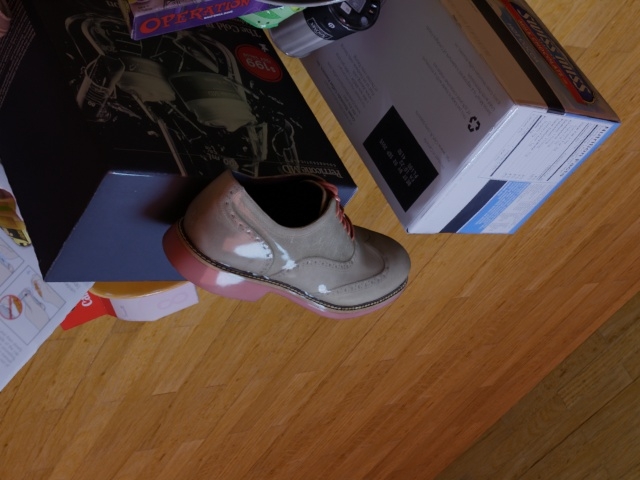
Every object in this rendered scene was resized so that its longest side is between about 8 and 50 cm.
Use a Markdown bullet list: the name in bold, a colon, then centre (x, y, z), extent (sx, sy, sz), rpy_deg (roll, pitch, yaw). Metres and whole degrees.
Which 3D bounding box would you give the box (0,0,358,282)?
- **box**: centre (-0.185, -0.125, 1.218), extent (0.343, 0.312, 0.179), rpy_deg (0, 140, -42)

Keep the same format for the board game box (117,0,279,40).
- **board game box**: centre (-0.064, -0.341, 1.081), extent (0.347, 0.208, 0.056), rpy_deg (-18, 159, -20)

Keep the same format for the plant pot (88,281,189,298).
- **plant pot**: centre (-0.244, -0.050, 1.401), extent (0.205, 0.188, 0.205), rpy_deg (-18, 157, -8)

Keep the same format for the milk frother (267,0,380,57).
- **milk frother**: centre (0.009, -0.321, 1.307), extent (0.143, 0.129, 0.134), rpy_deg (-45, -160, -31)

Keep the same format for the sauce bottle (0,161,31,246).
- **sauce bottle**: centre (-0.384, -0.027, 1.413), extent (0.111, 0.111, 0.344), rpy_deg (-23, 150, -10)

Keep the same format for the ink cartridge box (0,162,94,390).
- **ink cartridge box**: centre (-0.482, 0.068, 1.176), extent (0.091, 0.308, 0.385), rpy_deg (-14, -147, 52)

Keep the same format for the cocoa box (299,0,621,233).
- **cocoa box**: centre (0.169, -0.207, 1.360), extent (0.228, 0.347, 0.231), rpy_deg (1, 140, -43)

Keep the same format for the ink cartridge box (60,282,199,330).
- **ink cartridge box**: centre (-0.326, 0.085, 1.709), extent (0.232, 0.066, 0.189), rpy_deg (-27, 152, -12)

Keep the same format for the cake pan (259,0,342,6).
- **cake pan**: centre (-0.019, -0.373, 0.987), extent (0.293, 0.293, 0.054), rpy_deg (-28, 178, 0)

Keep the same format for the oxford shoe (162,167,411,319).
- **oxford shoe**: centre (0.000, 0.000, 1.137), extent (0.348, 0.123, 0.130), rpy_deg (6, 129, -48)

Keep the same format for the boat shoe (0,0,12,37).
- **boat shoe**: centre (-0.355, -0.291, 1.040), extent (0.081, 0.079, 0.227), rpy_deg (-23, 148, 0)

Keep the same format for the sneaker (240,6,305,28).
- **sneaker**: centre (-0.039, -0.312, 1.188), extent (0.295, 0.109, 0.123), rpy_deg (3, 142, 3)
